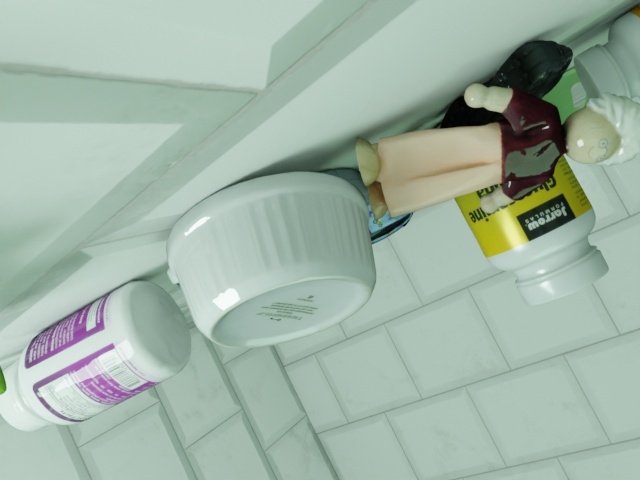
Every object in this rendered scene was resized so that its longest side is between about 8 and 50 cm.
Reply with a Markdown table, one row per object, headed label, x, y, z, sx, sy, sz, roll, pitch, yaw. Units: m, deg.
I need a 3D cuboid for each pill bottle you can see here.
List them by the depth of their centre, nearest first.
| label | x | y | z | sx | sy | sz | roll | pitch | yaw |
| --- | --- | --- | --- | --- | --- | --- | --- | --- | --- |
| pill bottle | 0.497 | -0.281 | 0.753 | 0.245 | 0.137 | 0.136 | -29 | 175 | 20 |
| pill bottle | -0.382 | 0.202 | 0.901 | 0.301 | 0.169 | 0.169 | -28 | 175 | 13 |
| pill bottle | 0.333 | -0.071 | 0.907 | 0.187 | 0.334 | 0.188 | -27 | 175 | -3 |

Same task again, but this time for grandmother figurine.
| label | x | y | z | sx | sy | sz | roll | pitch | yaw |
| --- | --- | --- | --- | --- | --- | --- | --- | --- | --- |
| grandmother figurine | 0.226 | -0.106 | 0.682 | 0.341 | 0.104 | 0.208 | -12 | 149 | 11 |

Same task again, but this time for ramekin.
| label | x | y | z | sx | sy | sz | roll | pitch | yaw |
| --- | --- | --- | --- | --- | --- | --- | --- | --- | --- |
| ramekin | -0.052 | 0.041 | 0.697 | 0.272 | 0.127 | 0.273 | -15 | 154 | -8 |

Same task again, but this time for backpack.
| label | x | y | z | sx | sy | sz | roll | pitch | yaw |
| --- | --- | --- | --- | --- | --- | --- | --- | --- | --- |
| backpack | 0.116 | -0.053 | 1.214 | 0.173 | 0.117 | 0.158 | -28 | 175 | 13 |

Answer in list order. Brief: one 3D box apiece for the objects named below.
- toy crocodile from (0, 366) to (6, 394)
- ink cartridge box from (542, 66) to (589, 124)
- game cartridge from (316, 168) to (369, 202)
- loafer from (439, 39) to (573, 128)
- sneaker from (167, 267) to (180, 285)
| label | x | y | z | sx | sy | sz | roll | pitch | yaw |
| --- | --- | --- | --- | --- | --- | --- | --- | --- | --- |
| toy crocodile | -0.365 | 0.104 | 0.460 | 0.115 | 0.105 | 0.340 | -25 | 170 | -24 |
| ink cartridge box | 0.437 | -0.227 | 1.062 | 0.234 | 0.056 | 0.171 | -27 | 145 | 17 |
| game cartridge | -0.015 | -0.053 | 0.911 | 0.196 | 0.060 | 0.294 | -33 | 174 | 18 |
| loafer | 0.245 | -0.186 | 0.736 | 0.078 | 0.076 | 0.223 | -13 | 166 | -27 |
| sneaker | -0.154 | 0.082 | 0.954 | 0.101 | 0.153 | 0.268 | -29 | 175 | 17 |
